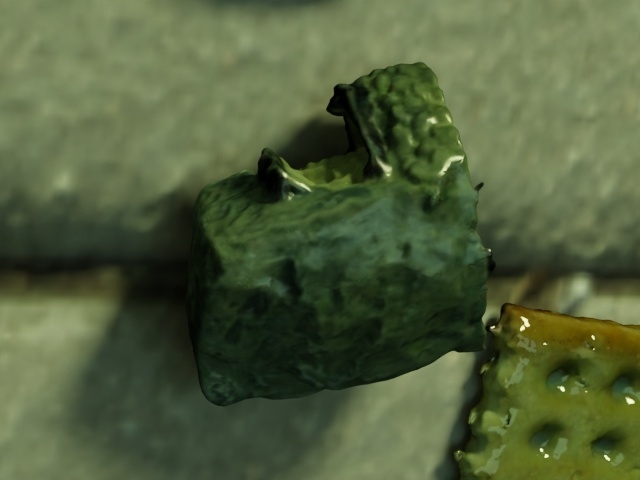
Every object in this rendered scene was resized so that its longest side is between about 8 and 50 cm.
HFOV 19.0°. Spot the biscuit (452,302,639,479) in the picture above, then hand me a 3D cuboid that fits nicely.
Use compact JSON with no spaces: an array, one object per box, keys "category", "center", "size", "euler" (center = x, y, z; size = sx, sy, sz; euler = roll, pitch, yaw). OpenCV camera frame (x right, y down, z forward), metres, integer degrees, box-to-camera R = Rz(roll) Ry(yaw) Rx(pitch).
[{"category":"biscuit","center":[0.081,0.139,0.647],"size":[0.139,0.016,0.231],"euler":[9,103,-34]}]

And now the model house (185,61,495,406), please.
[{"category":"model house","center":[0.000,0.000,0.532],"size":[0.083,0.066,0.078],"euler":[-13,126,-7]}]
